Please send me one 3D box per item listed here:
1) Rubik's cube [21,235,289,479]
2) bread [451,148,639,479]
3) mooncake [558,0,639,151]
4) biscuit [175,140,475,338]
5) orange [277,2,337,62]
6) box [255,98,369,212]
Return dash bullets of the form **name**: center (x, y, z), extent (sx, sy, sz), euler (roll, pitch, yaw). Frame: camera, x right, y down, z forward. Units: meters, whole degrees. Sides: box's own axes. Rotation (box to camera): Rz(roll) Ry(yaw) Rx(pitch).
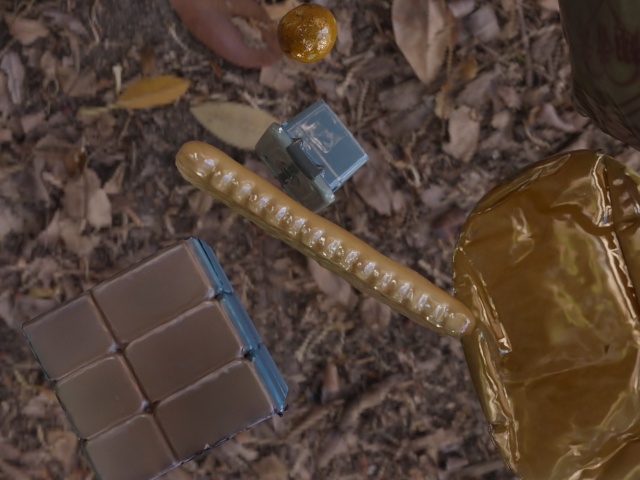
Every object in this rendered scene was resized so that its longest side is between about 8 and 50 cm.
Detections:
- **Rubik's cube**: center (-0.183, 0.145, 1.276), extent (0.221, 0.231, 0.224), euler (-28, 88, -2)
- **bread**: center (0.234, 0.080, 0.878), extent (0.204, 0.288, 0.156), euler (-35, 147, 22)
- **mooncake**: center (0.117, -0.088, 0.343), extent (0.073, 0.125, 0.130), euler (-8, 115, -13)
- **biscuit**: center (0.000, -0.001, 0.833), extent (0.250, 0.160, 0.030), euler (32, 86, -4)
- **orange**: center (-0.017, -0.271, 1.415), extent (0.083, 0.083, 0.070), euler (-32, 134, 13)
- **box**: center (-0.019, -0.138, 1.827), extent (0.130, 0.227, 0.162), euler (-39, 93, -12)
